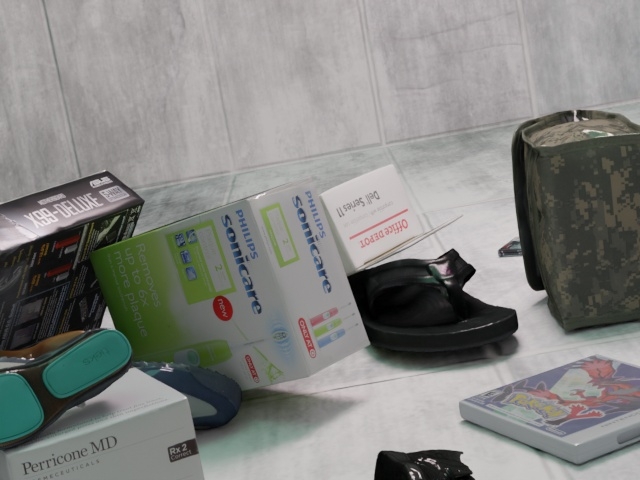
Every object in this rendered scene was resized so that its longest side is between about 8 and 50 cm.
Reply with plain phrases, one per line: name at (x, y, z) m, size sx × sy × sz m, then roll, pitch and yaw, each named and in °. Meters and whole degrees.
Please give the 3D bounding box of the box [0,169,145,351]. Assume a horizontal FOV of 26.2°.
box at (-0.359, 0.082, 1.673) m, size 0.076 × 0.307 × 0.242 m, roll 37°, pitch 34°, yaw 21°

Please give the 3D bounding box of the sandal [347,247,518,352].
sandal at (0.116, 0.062, 1.793) m, size 0.167 × 0.107 × 0.446 m, roll -13°, pitch 11°, yaw -14°

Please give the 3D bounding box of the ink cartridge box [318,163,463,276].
ink cartridge box at (0.000, 0.000, 1.925) m, size 0.353 × 0.119 × 0.207 m, roll -25°, pitch 1°, yaw 35°

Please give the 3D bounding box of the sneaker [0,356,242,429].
sneaker at (-0.239, 0.205, 1.475) m, size 0.318 × 0.131 × 0.112 m, roll 1°, pitch -36°, yaw -13°

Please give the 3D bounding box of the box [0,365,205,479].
box at (-0.228, 0.212, 1.319) m, size 0.181 × 0.119 × 0.182 m, roll -16°, pitch 12°, yaw -24°

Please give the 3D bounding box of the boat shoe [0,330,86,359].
boat shoe at (-0.350, 0.161, 1.572) m, size 0.206 × 0.073 × 0.073 m, roll -9°, pitch -27°, yaw -17°

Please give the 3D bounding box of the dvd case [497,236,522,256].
dvd case at (0.344, 0.006, 2.119) m, size 0.119 × 0.013 × 0.087 m, roll -3°, pitch 13°, yaw 28°

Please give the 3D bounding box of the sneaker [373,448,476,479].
sneaker at (0.099, 0.209, 1.163) m, size 0.089 × 0.051 × 0.170 m, roll 10°, pitch 5°, yaw -11°

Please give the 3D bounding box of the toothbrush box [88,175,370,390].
toothbrush box at (-0.110, 0.066, 1.592) m, size 0.283 × 0.206 × 0.122 m, roll -16°, pitch 5°, yaw 40°

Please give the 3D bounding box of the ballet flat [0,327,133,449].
ballet flat at (-0.262, 0.142, 1.244) m, size 0.203 × 0.074 × 0.074 m, roll -26°, pitch 18°, yaw -33°

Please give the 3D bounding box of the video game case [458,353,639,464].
video game case at (0.267, 0.163, 1.368) m, size 0.183 × 0.023 × 0.201 m, roll -15°, pitch 12°, yaw -25°

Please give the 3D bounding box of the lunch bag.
lunch bag at (0.338, -0.038, 1.762) m, size 0.168 × 0.235 × 0.287 m, roll -8°, pitch 11°, yaw 2°
